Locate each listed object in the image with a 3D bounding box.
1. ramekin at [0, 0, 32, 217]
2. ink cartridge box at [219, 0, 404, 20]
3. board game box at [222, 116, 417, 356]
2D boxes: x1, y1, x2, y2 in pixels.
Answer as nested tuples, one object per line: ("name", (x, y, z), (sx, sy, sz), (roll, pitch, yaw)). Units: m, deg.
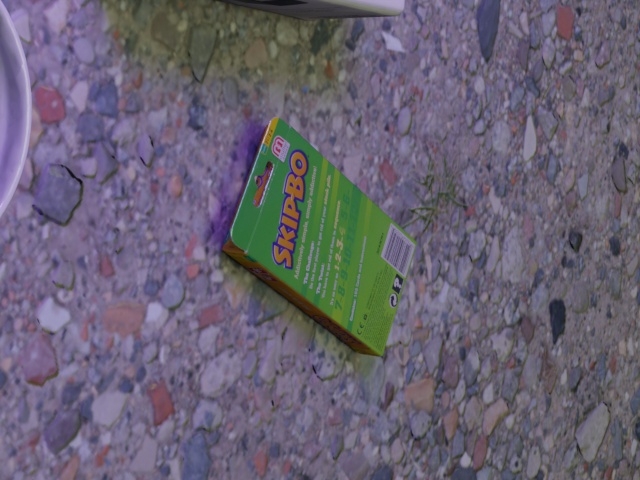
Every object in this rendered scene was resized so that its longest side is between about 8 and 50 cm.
("ramekin", (-0.288, -0.080, 0.907), (0.207, 0.109, 0.207), (-6, 98, -52))
("ink cartridge box", (-0.047, -0.292, 1.196), (0.273, 0.115, 0.198), (1, 92, -53))
("board game box", (0.000, 0.000, 1.357), (0.259, 0.039, 0.124), (42, 60, -50))
